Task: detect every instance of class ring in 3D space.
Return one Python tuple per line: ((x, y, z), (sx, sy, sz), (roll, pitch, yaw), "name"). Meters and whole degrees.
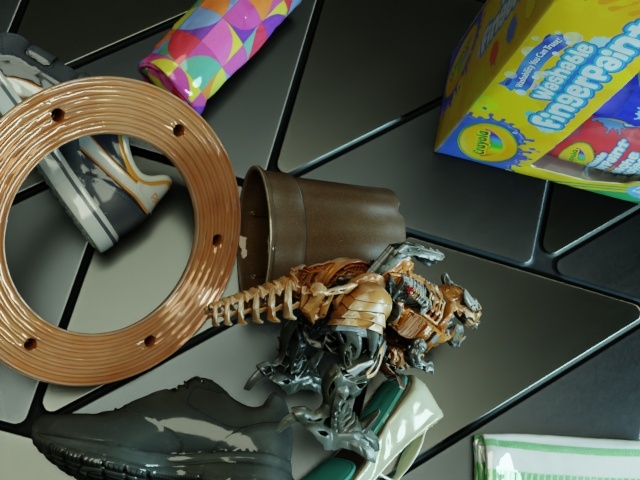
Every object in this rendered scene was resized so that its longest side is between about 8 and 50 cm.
((-0.235, -0.008, 1.026), (0.336, 0.032, 0.337), (-10, 107, -36), "ring")

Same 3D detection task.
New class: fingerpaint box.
((0.367, -0.193, 1.052), (0.371, 0.445, 0.163), (14, 73, -6), "fingerpaint box")

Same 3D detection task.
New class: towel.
((0.293, 0.388, 1.088), (0.248, 0.038, 0.325), (4, 74, -9), "towel")

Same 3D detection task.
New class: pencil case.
((-0.122, -0.254, 1.173), (0.104, 0.104, 0.236), (38, 74, 3), "pencil case")

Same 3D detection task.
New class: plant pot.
((0.000, 0.000, 1.094), (0.165, 0.167, 0.167), (1, 74, -18), "plant pot")

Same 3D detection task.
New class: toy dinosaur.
((0.024, 0.089, 1.011), (0.322, 0.164, 0.218), (18, 109, -17), "toy dinosaur")

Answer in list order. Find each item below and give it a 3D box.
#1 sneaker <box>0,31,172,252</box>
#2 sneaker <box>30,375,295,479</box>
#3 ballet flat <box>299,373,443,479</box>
((-0.300, -0.148, 1.098), (0.127, 0.126, 0.321), (-37, 94, -12), "sneaker")
((-0.166, 0.210, 1.040), (0.286, 0.109, 0.130), (10, 61, -11), "sneaker")
((0.047, 0.259, 1.067), (0.086, 0.086, 0.248), (43, 71, 4), "ballet flat")
